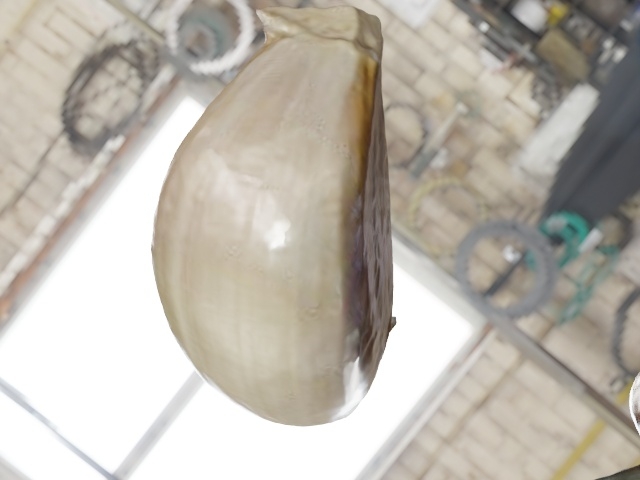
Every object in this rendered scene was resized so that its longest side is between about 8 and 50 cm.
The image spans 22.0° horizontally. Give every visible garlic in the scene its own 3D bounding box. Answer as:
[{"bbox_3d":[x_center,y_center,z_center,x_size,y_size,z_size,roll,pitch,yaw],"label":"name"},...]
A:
[{"bbox_3d":[-0.002,0.013,0.666,0.090,0.128,0.198,11,140,25],"label":"garlic"}]

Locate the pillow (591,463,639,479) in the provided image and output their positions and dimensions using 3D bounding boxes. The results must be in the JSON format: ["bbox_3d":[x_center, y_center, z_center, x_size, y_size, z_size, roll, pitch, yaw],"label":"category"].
[{"bbox_3d":[0.009,0.154,0.329,0.034,0.255,0.189,-134,23,-64],"label":"pillow"}]

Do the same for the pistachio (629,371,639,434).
[{"bbox_3d":[0.263,0.098,0.965,0.130,0.165,0.210,52,-141,-31],"label":"pistachio"}]
